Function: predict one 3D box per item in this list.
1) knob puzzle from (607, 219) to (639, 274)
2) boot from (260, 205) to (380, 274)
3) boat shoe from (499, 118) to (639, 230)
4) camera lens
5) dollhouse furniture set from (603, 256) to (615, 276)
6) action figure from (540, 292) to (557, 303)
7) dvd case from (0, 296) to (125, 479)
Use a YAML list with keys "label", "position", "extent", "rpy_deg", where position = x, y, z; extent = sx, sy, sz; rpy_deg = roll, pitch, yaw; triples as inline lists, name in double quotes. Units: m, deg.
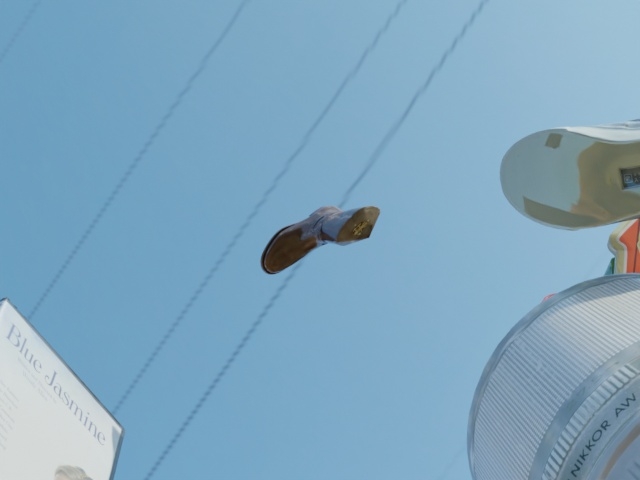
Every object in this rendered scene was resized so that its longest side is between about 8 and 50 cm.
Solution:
- label: "knob puzzle"
  position: [0.346, 0.012, 1.003]
  extent: [0.213, 0.213, 0.030]
  rpy_deg: [-17, -38, -12]
- label: "boot"
  position: [0.000, 0.000, 1.154]
  extent: [0.106, 0.114, 0.037]
  rpy_deg: [-43, -70, -16]
- label: "boat shoe"
  position: [0.242, -0.052, 0.873]
  extent: [0.081, 0.227, 0.079]
  rpy_deg: [-11, -84, -43]
- label: "camera lens"
  position: [0.216, 0.146, 0.685]
  extent: [0.219, 0.274, 0.219]
  rpy_deg: [-1, -81, -6]
- label: "dollhouse furniture set"
  position: [0.389, 0.176, 1.166]
  extent: [0.197, 0.151, 0.302]
  rpy_deg: [-2, -104, 5]
- label: "action figure"
  position: [0.344, 0.190, 1.440]
  extent: [0.139, 0.091, 0.280]
  rpy_deg: [-28, -64, -47]
- label: "dvd case"
  position: [-0.241, 0.178, 0.975]
  extent: [0.022, 0.253, 0.180]
  rpy_deg: [-31, -66, 14]
